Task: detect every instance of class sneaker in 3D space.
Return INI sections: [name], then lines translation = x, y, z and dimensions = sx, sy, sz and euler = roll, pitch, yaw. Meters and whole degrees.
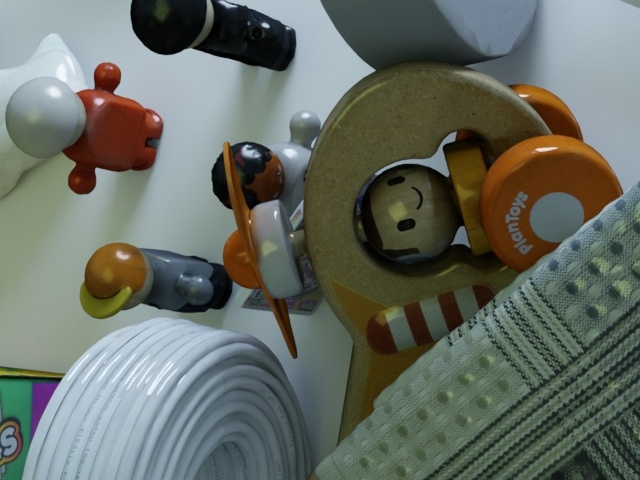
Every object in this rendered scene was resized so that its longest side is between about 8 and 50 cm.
[sneaker]
translation = -0.279, -0.092, 1.247
dimensions = 0.212, 0.080, 0.094
euler = -29, 66, 16

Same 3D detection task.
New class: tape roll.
[tape roll]
translation = 0.064, -0.216, 0.955
dimensions = 0.072, 0.219, 0.219
euler = -9, 81, 30

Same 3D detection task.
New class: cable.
[cable]
translation = -0.095, 0.181, 0.992
dimensions = 0.089, 0.257, 0.257
euler = 5, 90, 26

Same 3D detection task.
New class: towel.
[towel]
translation = 0.191, 0.152, 0.846
dimensions = 0.324, 0.056, 0.312
euler = -43, 78, 24

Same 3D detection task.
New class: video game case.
[video game case]
translation = 0.000, 0.000, 1.050
dimensions = 0.011, 0.087, 0.122
euler = 44, 108, 30

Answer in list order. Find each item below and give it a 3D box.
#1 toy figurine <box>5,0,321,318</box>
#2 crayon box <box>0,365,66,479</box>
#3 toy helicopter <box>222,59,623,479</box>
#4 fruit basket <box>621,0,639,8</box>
[toy figurine]
translation = -0.101, -0.062, 1.084
dimensions = 0.213, 0.148, 0.209
euler = -31, 70, 25
[crayon box]
translation = -0.392, 0.132, 1.118
dimensions = 0.313, 0.363, 0.106
euler = 1, 85, 32
[toy helicopter]
translation = 0.035, 0.057, 0.968
dimensions = 0.235, 0.140, 0.355
euler = 9, 112, -7
[fruit basket]
translation = 0.318, -0.275, 0.869
dimensions = 0.327, 0.165, 0.353
euler = 27, 115, 31
